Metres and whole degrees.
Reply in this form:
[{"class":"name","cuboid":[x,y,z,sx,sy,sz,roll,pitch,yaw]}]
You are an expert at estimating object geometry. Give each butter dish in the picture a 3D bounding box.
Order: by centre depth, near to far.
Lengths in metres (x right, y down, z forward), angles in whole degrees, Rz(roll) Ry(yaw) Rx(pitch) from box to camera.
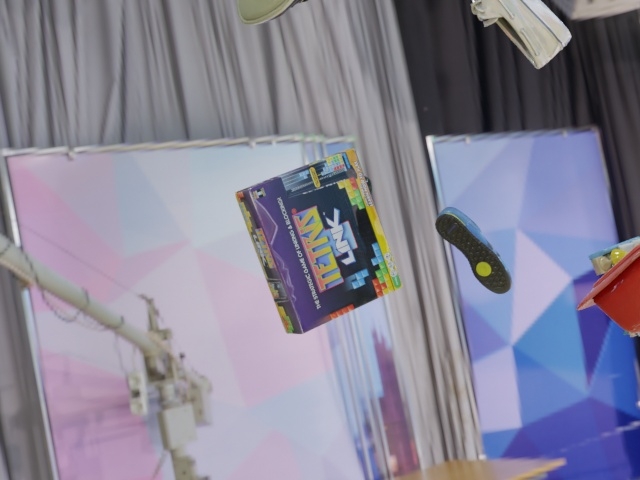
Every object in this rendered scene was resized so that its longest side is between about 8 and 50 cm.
[{"class":"butter dish","cuboid":[0.436,0.065,1.186,0.160,0.118,0.160,-19,-23,-33]}]

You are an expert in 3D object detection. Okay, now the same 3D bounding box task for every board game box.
[{"class":"board game box","cuboid":[0.000,0.000,1.051,0.141,0.170,0.048,-24,7,-27]}]

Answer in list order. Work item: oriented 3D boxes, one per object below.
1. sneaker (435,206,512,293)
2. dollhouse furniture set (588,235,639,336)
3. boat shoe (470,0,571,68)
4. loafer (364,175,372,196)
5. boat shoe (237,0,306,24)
[{"class":"sneaker","cuboid":[0.321,0.014,1.914,0.069,0.209,0.082,-43,-5,30]},{"class":"dollhouse furniture set","cuboid":[0.748,0.109,1.936,0.303,0.287,0.198,-13,-10,-38]},{"class":"boat shoe","cuboid":[0.288,-0.383,1.516,0.084,0.258,0.095,-48,4,5]},{"class":"loafer","cuboid":[0.058,-0.050,1.884,0.062,0.170,0.061,22,-17,-3]},{"class":"boat shoe","cuboid":[-0.027,-0.516,1.791,0.113,0.127,0.340,-3,-26,-44]}]
